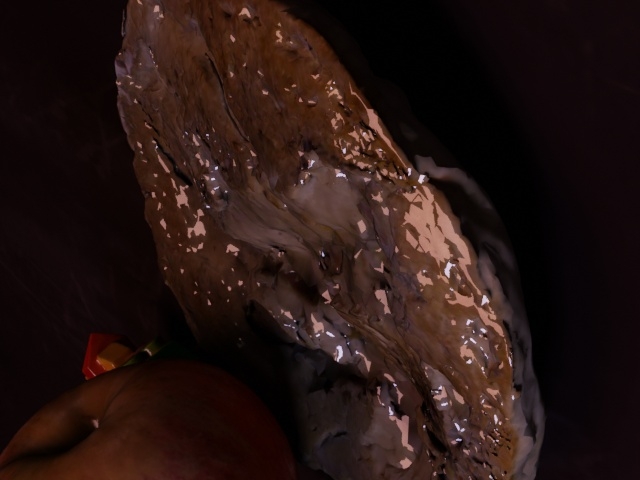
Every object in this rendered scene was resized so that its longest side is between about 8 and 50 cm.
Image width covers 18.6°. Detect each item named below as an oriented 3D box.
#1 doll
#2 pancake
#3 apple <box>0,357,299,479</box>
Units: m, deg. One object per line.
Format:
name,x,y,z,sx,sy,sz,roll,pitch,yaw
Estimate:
doll,-0.096,0.125,1.361,0.186,0.106,0.134,18,144,51
pancake,0.000,0.001,1.105,0.387,0.082,0.387,45,154,30
apple,-0.109,0.169,1.175,0.164,0.209,0.209,56,154,-17
